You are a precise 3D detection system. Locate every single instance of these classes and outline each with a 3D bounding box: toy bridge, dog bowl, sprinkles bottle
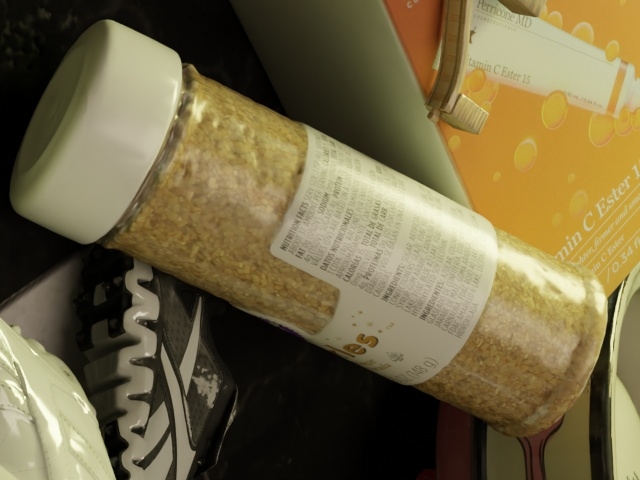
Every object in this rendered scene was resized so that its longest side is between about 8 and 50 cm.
[{"bbox_3d":[0.107,-0.155,0.947,0.063,0.026,0.188,31,83,-41],"label":"toy bridge"},{"bbox_3d":[0.224,0.210,1.262,0.408,0.150,0.408,30,56,-58],"label":"dog bowl"},{"bbox_3d":[0.000,0.000,0.939,0.355,0.121,0.121,26,75,-21],"label":"sprinkles bottle"}]

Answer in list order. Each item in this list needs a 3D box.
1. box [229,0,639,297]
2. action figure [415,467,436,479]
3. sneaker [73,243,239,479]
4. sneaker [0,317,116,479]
[{"bbox_3d":[0.107,-0.116,1.097,0.215,0.168,0.345,-45,129,-22],"label":"box"},{"bbox_3d":[0.076,0.318,1.231,0.139,0.091,0.280,17,85,-44],"label":"action figure"},{"bbox_3d":[-0.094,0.117,0.943,0.106,0.078,0.234,15,67,-34],"label":"sneaker"},{"bbox_3d":[-0.200,0.077,0.809,0.305,0.114,0.152,59,20,-5],"label":"sneaker"}]
